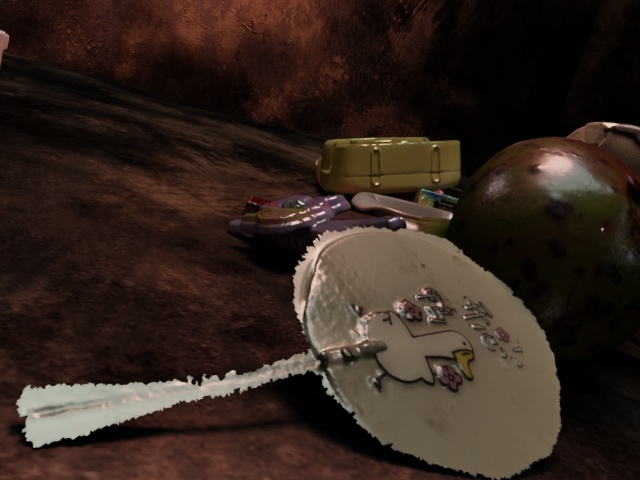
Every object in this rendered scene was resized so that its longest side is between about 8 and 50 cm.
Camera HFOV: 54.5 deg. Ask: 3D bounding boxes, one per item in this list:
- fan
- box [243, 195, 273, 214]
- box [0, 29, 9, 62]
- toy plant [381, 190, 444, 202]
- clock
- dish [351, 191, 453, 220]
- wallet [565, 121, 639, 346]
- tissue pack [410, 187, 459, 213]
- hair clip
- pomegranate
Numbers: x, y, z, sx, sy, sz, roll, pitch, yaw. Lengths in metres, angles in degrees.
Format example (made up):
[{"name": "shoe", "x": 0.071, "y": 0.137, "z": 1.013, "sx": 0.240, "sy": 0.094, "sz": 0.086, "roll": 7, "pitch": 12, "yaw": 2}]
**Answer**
[{"name": "fan", "x": 0.021, "y": 0.077, "z": 0.427, "sx": 0.414, "sy": 0.012, "sz": 0.233, "roll": -7, "pitch": 49, "yaw": -37}, {"name": "box", "x": -0.075, "y": -0.044, "z": 0.958, "sx": 0.082, "sy": 0.023, "sz": 0.051, "roll": 16, "pitch": 12, "yaw": -5}, {"name": "box", "x": -0.556, "y": -0.214, "z": 0.733, "sx": 0.332, "sy": 0.173, "sz": 0.145, "roll": 21, "pitch": 12, "yaw": 17}, {"name": "toy plant", "x": 0.216, "y": -0.133, "z": 1.577, "sx": 0.154, "sy": 0.088, "sz": 0.240, "roll": 0, "pitch": 28, "yaw": -15}, {"name": "clock", "x": 0.129, "y": -0.176, "z": 1.413, "sx": 0.286, "sy": 0.117, "sz": 0.348, "roll": -5, "pitch": 11, "yaw": -15}, {"name": "dish", "x": 0.164, "y": -0.025, "z": 1.088, "sx": 0.234, "sy": 0.064, "sz": 0.154, "roll": 14, "pitch": 13, "yaw": -18}, {"name": "wallet", "x": 0.379, "y": 0.009, "z": 0.753, "sx": 0.335, "sy": 0.275, "sz": 0.068, "roll": 32, "pitch": 41, "yaw": 23}, {"name": "tissue pack", "x": 0.241, "y": -0.047, "z": 1.275, "sx": 0.111, "sy": 0.079, "sz": 0.085, "roll": 16, "pitch": -19, "yaw": -5}, {"name": "hair clip", "x": 0.002, "y": -0.012, "z": 0.740, "sx": 0.137, "sy": 0.090, "sz": 0.278, "roll": -26, "pitch": 37, "yaw": -36}, {"name": "pomegranate", "x": 0.204, "y": 0.025, "z": 0.673, "sx": 0.306, "sy": 0.242, "sz": 0.242, "roll": -22, "pitch": -3, "yaw": 23}]
